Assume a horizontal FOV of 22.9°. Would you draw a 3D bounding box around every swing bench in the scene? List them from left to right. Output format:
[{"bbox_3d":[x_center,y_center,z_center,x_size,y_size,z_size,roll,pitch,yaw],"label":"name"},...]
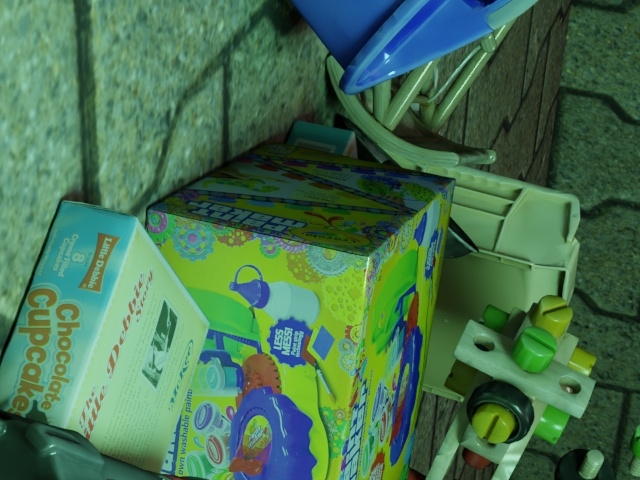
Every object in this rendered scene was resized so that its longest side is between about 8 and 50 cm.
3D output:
[{"bbox_3d":[0.118,-0.209,1.624,0.253,0.165,0.254,-12,118,-75],"label":"swing bench"}]

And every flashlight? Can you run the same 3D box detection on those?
[{"bbox_3d":[-0.116,0.173,0.906,0.304,0.103,0.103,45,60,-70],"label":"flashlight"}]

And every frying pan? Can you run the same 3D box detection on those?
[{"bbox_3d":[0.093,-0.032,1.565,0.053,0.197,0.326,-45,-164,7],"label":"frying pan"}]

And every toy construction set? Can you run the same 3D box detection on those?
[{"bbox_3d":[0.156,0.106,1.473,0.257,0.309,0.237,-28,149,-30],"label":"toy construction set"}]

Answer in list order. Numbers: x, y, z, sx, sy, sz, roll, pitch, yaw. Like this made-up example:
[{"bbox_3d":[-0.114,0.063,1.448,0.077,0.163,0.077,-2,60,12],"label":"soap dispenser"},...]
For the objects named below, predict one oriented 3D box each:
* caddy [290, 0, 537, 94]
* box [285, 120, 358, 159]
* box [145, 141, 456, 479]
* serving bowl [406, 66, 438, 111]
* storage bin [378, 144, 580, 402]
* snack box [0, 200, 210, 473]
[{"bbox_3d":[0.117,-0.261,1.276,0.341,0.179,0.241,-44,177,20],"label":"caddy"},{"bbox_3d":[0.000,0.000,1.528,0.244,0.060,0.100,82,26,-54],"label":"box"},{"bbox_3d":[-0.024,0.097,1.285,0.279,0.177,0.290,-39,139,-67],"label":"box"},{"bbox_3d":[0.126,-0.196,1.925,0.083,0.027,0.083,12,90,-77],"label":"serving bowl"},{"bbox_3d":[0.163,0.053,1.812,0.262,0.260,0.123,88,23,-44],"label":"storage bin"},{"bbox_3d":[-0.165,0.158,1.012,0.187,0.060,0.322,66,38,-64],"label":"snack box"}]
